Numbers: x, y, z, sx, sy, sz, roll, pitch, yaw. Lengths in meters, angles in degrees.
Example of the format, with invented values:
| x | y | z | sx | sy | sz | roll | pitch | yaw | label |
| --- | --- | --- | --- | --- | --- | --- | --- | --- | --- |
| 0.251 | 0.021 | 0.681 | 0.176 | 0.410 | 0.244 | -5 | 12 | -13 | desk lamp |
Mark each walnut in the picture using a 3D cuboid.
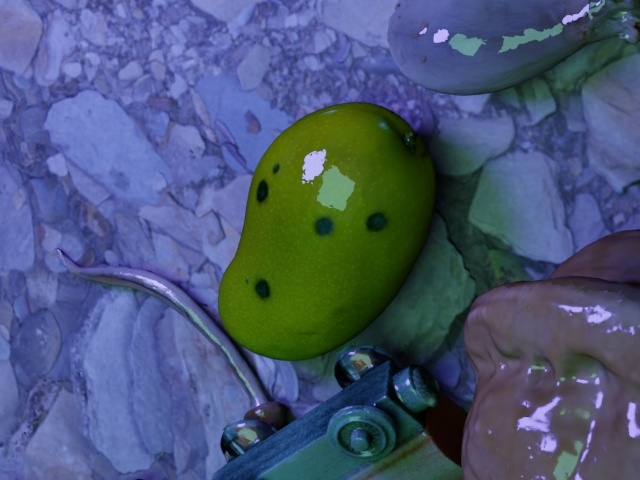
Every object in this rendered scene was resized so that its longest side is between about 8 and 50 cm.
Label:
| x | y | z | sx | sy | sz | roll | pitch | yaw | label |
| --- | --- | --- | --- | --- | --- | --- | --- | --- | --- |
| 0.297 | 0.160 | 1.620 | 0.383 | 0.383 | 0.384 | 6 | 103 | 25 | walnut |

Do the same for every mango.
| x | y | z | sx | sy | sz | roll | pitch | yaw | label |
| --- | --- | --- | --- | --- | --- | --- | --- | --- | --- |
| 0.000 | 0.000 | 1.846 | 0.175 | 0.143 | 0.293 | 43 | 125 | 14 | mango |

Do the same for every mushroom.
| x | y | z | sx | sy | sz | roll | pitch | yaw | label |
| --- | --- | --- | --- | --- | --- | --- | --- | --- | --- |
| -0.148 | 0.082 | 1.993 | 0.306 | 0.043 | 0.068 | 41 | 96 | 15 | mushroom |
| 0.173 | -0.188 | 1.743 | 0.225 | 0.093 | 0.116 | -3 | 78 | 32 | mushroom |

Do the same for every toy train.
| x | y | z | sx | sy | sz | roll | pitch | yaw | label |
| --- | --- | --- | --- | --- | --- | --- | --- | --- | --- |
| 0.021 | 0.220 | 1.891 | 0.285 | 0.116 | 0.177 | -36 | 117 | 27 | toy train |

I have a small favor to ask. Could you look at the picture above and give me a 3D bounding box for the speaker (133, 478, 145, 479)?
| x | y | z | sx | sy | sz | roll | pitch | yaw | label |
| --- | --- | --- | --- | --- | --- | --- | --- | --- | --- |
| -0.188 | 0.296 | 2.041 | 0.075 | 0.060 | 0.094 | 41 | 115 | 15 | speaker |
